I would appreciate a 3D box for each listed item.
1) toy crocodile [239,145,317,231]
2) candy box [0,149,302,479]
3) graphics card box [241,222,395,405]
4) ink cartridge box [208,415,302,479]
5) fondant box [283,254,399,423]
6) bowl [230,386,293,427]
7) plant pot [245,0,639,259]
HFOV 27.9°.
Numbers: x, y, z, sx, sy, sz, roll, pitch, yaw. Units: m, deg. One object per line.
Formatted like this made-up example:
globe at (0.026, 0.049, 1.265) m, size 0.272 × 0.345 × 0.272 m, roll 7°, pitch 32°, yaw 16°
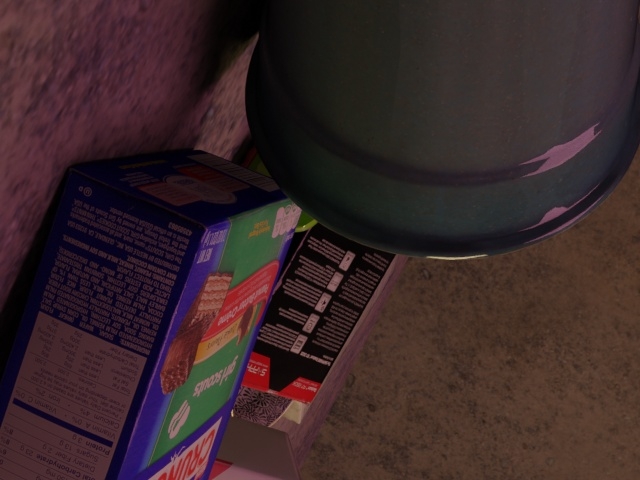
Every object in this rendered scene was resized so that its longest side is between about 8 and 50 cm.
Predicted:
toy crocodile at (-0.011, -0.112, 1.321) m, size 0.340 × 0.105 × 0.115 m, roll -56°, pitch 170°, yaw -1°
candy box at (-0.145, 0.098, 1.040) m, size 0.317 × 0.122 × 0.268 m, roll -69°, pitch 168°, yaw 12°
graphics card box at (0.000, 0.000, 1.504) m, size 0.371 × 0.094 × 0.233 m, roll -60°, pitch 151°, yaw 1°
ink cartridge box at (-0.148, 0.292, 1.302) m, size 0.237 × 0.172 × 0.100 m, roll -63°, pitch -159°, yaw 18°
fondant box at (0.015, 0.118, 2.120) m, size 0.330 × 0.096 × 0.238 m, roll -58°, pitch 170°, yaw -20°
bowl at (-0.090, 0.160, 1.675) m, size 0.170 × 0.080 × 0.170 m, roll -37°, pitch 140°, yaw -40°
plant pot at (0.101, -0.213, 0.960) m, size 0.341 × 0.341 × 0.334 m, roll -56°, pitch 162°, yaw -25°
